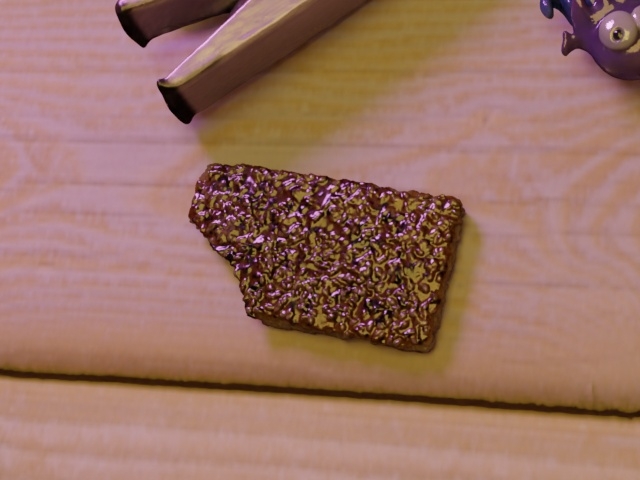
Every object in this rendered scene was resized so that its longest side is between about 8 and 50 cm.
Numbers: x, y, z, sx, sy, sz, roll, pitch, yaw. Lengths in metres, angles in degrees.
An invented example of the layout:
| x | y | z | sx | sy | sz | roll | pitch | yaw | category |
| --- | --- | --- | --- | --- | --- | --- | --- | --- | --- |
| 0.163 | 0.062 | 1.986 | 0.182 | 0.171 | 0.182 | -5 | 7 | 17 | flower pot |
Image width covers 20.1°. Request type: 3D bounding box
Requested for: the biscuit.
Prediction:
| x | y | z | sx | sy | sz | roll | pitch | yaw | category |
| --- | --- | --- | --- | --- | --- | --- | --- | --- | --- |
| -0.007 | 0.010 | 1.457 | 0.236 | 0.026 | 0.131 | 9 | 73 | 22 | biscuit |

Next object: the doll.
| x | y | z | sx | sy | sz | roll | pitch | yaw | category |
| --- | --- | --- | --- | --- | --- | --- | --- | --- | --- |
| 0.226 | -0.195 | 1.429 | 0.110 | 0.067 | 0.206 | -24 | 54 | 1 | doll |

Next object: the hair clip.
| x | y | z | sx | sy | sz | roll | pitch | yaw | category |
| --- | --- | --- | --- | --- | --- | --- | --- | --- | --- |
| -0.008 | -0.232 | 1.514 | 0.330 | 0.085 | 0.101 | -31 | 66 | 0 | hair clip |
